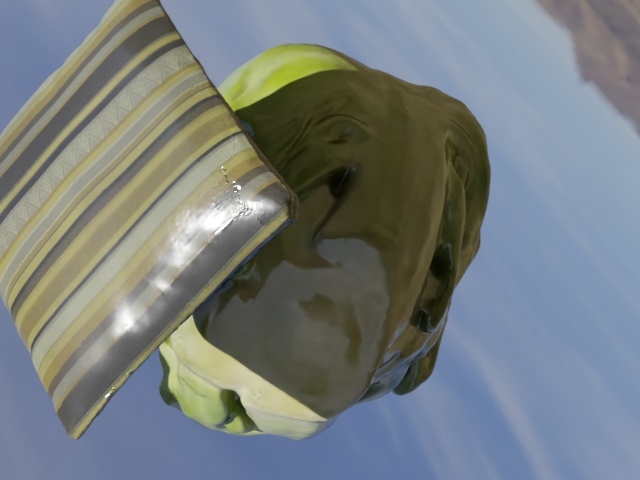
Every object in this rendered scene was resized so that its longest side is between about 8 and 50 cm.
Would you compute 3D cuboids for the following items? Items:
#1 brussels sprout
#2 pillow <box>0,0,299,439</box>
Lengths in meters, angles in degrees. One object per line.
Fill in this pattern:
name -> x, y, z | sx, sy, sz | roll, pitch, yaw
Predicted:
brussels sprout -> 0.000, 0.000, 1.263 | 0.247, 0.328, 0.328 | 6, -167, 6
pillow -> -0.129, -0.024, 1.016 | 0.052, 0.208, 0.212 | 15, -145, -53
